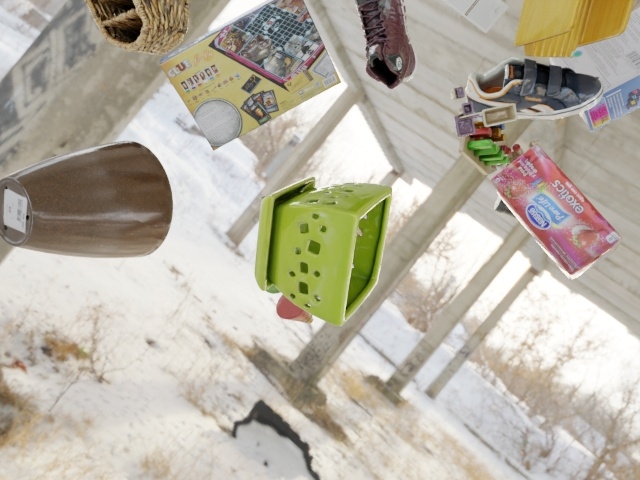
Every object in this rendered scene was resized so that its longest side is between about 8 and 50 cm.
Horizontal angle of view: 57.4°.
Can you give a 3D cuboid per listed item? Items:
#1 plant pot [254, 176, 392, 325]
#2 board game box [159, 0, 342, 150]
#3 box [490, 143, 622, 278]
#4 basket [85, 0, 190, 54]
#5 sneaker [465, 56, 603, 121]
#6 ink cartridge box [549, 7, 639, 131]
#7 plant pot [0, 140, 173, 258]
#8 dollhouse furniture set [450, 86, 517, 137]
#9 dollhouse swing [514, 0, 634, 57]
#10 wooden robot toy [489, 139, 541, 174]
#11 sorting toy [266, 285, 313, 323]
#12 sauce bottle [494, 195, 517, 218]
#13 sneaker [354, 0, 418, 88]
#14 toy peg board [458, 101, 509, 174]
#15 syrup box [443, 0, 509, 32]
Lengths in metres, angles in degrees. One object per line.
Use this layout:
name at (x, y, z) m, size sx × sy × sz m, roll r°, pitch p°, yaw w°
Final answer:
plant pot at (0.000, 0.000, 1.139) m, size 0.207 × 0.228 × 0.227 m, roll 16°, pitch 23°, yaw 19°
board game box at (-0.110, -0.275, 0.945) m, size 0.165 × 0.243 × 0.042 m, roll 61°, pitch 6°, yaw -30°
box at (0.484, -0.055, 1.211) m, size 0.257 × 0.122 × 0.128 m, roll 56°, pitch 14°, yaw 21°
basket at (-0.503, -0.609, 1.521) m, size 0.223 × 0.213 × 0.299 m, roll 2°, pitch 8°, yaw -41°
sneaker at (0.516, -0.373, 1.428) m, size 0.321 × 0.126 × 0.127 m, roll -4°, pitch -39°, yaw 21°
ink cartridge box at (0.987, -0.568, 1.869) m, size 0.151 × 0.395 × 0.270 m, roll 41°, pitch 29°, yaw -45°
plant pot at (-0.407, -0.059, 0.977) m, size 0.215 × 0.215 × 0.230 m, roll 39°, pitch 25°, yaw 20°
dollhouse furniture set at (0.306, -0.244, 1.056) m, size 0.081 × 0.114 × 0.091 m, roll -133°, pitch -150°, yaw -81°
dollhouse swing at (0.653, -0.530, 1.230) m, size 0.305 × 0.315 × 0.347 m, roll 24°, pitch 28°, yaw 36°
wooden robot toy at (0.538, -0.214, 1.624) m, size 0.076 × 0.173 × 0.079 m, roll 21°, pitch 54°, yaw -54°
sorting toy at (-0.107, 0.169, 1.995) m, size 0.126 × 0.127 × 0.365 m, roll 50°, pitch 2°, yaw -39°
sauce bottle at (0.716, -0.061, 1.825) m, size 0.344 × 0.111 × 0.111 m, roll 23°, pitch -2°, yaw 6°
sneaker at (0.134, -0.473, 1.319) m, size 0.106 × 0.162 × 0.281 m, roll -14°, pitch -65°, yaw 35°
toy peg board at (0.455, -0.282, 1.577) m, size 0.079 × 0.160 × 0.161 m, roll 1°, pitch -17°, yaw 41°
syrup box at (0.402, -0.697, 1.630) m, size 0.237 × 0.096 × 0.093 m, roll 32°, pitch 37°, yaw -13°
